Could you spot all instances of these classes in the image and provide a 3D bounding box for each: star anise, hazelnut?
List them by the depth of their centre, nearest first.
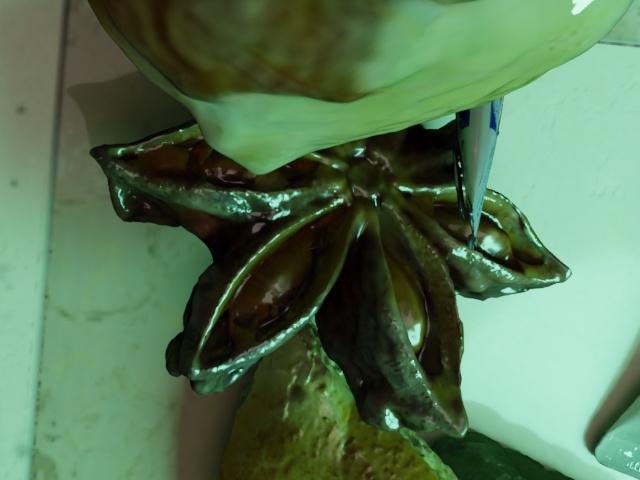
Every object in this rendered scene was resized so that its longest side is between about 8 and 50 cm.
[{"bbox_3d":[0.011,-0.141,0.673,0.261,0.261,0.241,10,98,-16],"label":"hazelnut"},{"bbox_3d":[0.005,0.005,0.796,0.214,0.099,0.220,-38,95,-21],"label":"star anise"}]

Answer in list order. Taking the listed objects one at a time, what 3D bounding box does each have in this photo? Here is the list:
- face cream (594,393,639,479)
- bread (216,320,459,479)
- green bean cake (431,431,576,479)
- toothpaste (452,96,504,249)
[{"bbox_3d":[0.293,0.028,0.891,0.143,0.089,0.314,23,108,-20],"label":"face cream"},{"bbox_3d":[-0.013,0.128,0.849,0.136,0.054,0.154,-43,79,23],"label":"bread"},{"bbox_3d":[0.112,0.226,0.907,0.185,0.094,0.183,28,98,-25],"label":"green bean cake"},{"bbox_3d":[0.080,-0.080,0.786,0.028,0.045,0.170,3,67,5],"label":"toothpaste"}]
